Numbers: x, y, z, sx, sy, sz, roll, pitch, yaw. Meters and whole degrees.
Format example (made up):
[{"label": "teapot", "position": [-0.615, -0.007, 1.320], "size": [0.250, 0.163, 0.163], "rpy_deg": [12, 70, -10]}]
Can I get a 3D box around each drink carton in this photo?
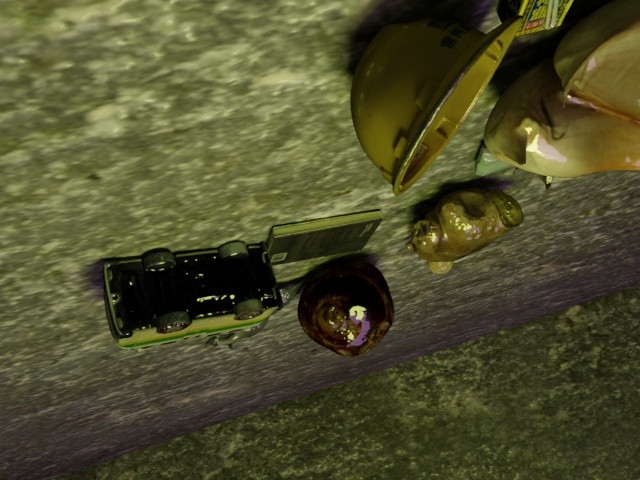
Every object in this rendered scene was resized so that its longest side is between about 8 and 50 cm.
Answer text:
[{"label": "drink carton", "position": [0.258, -0.304, 0.701], "size": [0.071, 0.056, 0.165], "rpy_deg": [-14, 158, -5]}]

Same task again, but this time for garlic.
[{"label": "garlic", "position": [0.398, -0.195, 0.872], "size": [0.313, 0.249, 0.286], "rpy_deg": [9, 167, -13]}]

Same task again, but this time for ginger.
[{"label": "ginger", "position": [0.268, -0.015, 1.297], "size": [0.219, 0.123, 0.270], "rpy_deg": [-4, 154, -39]}]

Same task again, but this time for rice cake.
[{"label": "rice cake", "position": [0.387, -0.175, 1.125], "size": [0.222, 0.042, 0.080], "rpy_deg": [-16, 154, -3]}]

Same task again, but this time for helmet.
[{"label": "helmet", "position": [0.110, -0.185, 0.753], "size": [0.205, 0.140, 0.256], "rpy_deg": [-43, 164, -37]}]

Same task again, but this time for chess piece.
[{"label": "chess piece", "position": [0.297, 0.029, 1.513], "size": [0.066, 0.066, 0.122], "rpy_deg": [-16, 152, -5]}]

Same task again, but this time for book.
[{"label": "book", "position": [0.000, 0.000, 1.254], "size": [0.229, 0.024, 0.160], "rpy_deg": [-10, 157, -20]}]

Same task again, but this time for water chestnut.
[{"label": "water chestnut", "position": [0.064, 0.151, 1.446], "size": [0.224, 0.223, 0.238], "rpy_deg": [-23, -159, 10]}]

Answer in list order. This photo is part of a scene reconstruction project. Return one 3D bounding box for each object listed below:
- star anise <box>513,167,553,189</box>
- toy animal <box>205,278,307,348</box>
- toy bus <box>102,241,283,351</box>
[{"label": "star anise", "position": [0.361, -0.165, 1.057], "size": [0.124, 0.129, 0.056], "rpy_deg": [-55, -179, -5]}, {"label": "toy animal", "position": [-0.199, 0.204, 1.487], "size": [0.206, 0.081, 0.367], "rpy_deg": [-17, 162, -49]}, {"label": "toy bus", "position": [-0.248, 0.111, 1.164], "size": [0.306, 0.143, 0.179], "rpy_deg": [-7, 158, -29]}]
